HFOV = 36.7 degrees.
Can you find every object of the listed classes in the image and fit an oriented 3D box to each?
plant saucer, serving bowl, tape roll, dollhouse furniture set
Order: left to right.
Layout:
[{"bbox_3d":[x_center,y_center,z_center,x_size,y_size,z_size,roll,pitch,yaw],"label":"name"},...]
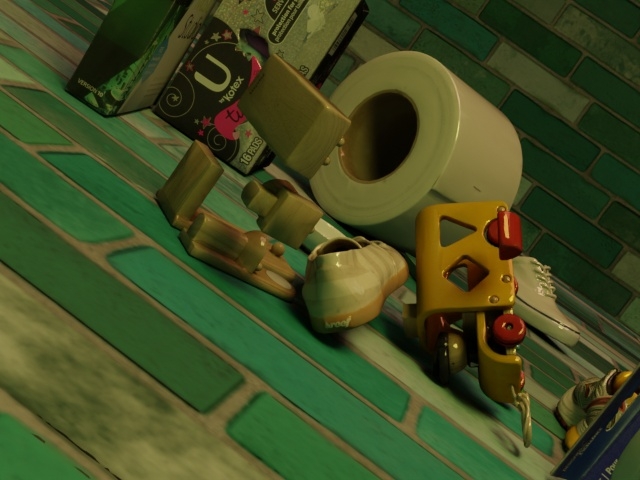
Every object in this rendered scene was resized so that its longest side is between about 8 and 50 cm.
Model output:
[{"bbox_3d":[-0.020,-0.039,0.747,0.123,0.151,0.144,29,14,-34],"label":"dollhouse furniture set"},{"bbox_3d":[0.000,0.000,0.989,0.083,0.027,0.083,33,10,-7],"label":"serving bowl"},{"bbox_3d":[0.126,-0.111,1.308,0.169,0.246,0.246,25,14,-46],"label":"tape roll"},{"bbox_3d":[0.154,0.069,1.211,0.067,0.018,0.192,31,10,-20],"label":"plant saucer"}]

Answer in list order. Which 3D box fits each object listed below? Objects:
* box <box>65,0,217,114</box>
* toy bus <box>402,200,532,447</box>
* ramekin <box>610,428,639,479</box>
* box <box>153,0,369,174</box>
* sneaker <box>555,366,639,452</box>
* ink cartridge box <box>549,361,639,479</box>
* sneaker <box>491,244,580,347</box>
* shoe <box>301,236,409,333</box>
[{"bbox_3d":[-0.138,-0.285,1.019,0.058,0.322,0.232,31,11,-4],"label":"box"},{"bbox_3d":[0.126,0.064,0.855,0.104,0.191,0.202,-3,8,10],"label":"toy bus"},{"bbox_3d":[0.324,0.188,0.691,0.207,0.207,0.109,28,21,-34],"label":"ramekin"},{"bbox_3d":[-0.068,-0.224,1.180,0.142,0.247,0.163,34,10,1],"label":"box"},{"bbox_3d":[0.299,0.175,0.968,0.088,0.092,0.225,36,9,5],"label":"sneaker"},{"bbox_3d":[0.342,0.185,0.850,0.333,0.165,0.065,24,16,-46],"label":"ink cartridge box"},{"bbox_3d":[0.339,0.076,1.575,0.094,0.091,0.258,27,13,-40],"label":"sneaker"},{"bbox_3d":[0.029,0.021,0.806,0.219,0.077,0.058,-48,120,-78],"label":"shoe"}]
